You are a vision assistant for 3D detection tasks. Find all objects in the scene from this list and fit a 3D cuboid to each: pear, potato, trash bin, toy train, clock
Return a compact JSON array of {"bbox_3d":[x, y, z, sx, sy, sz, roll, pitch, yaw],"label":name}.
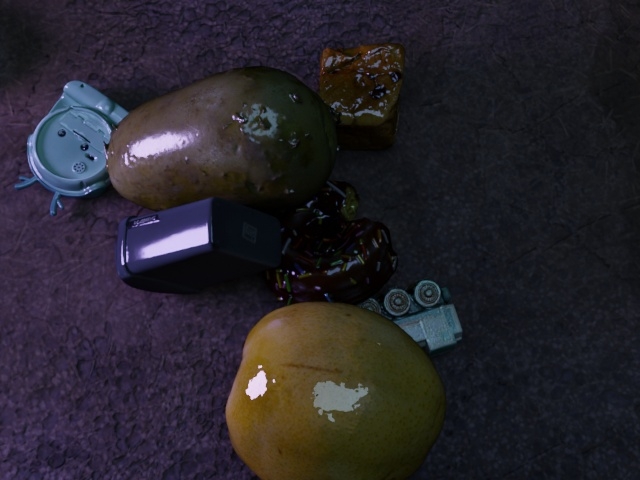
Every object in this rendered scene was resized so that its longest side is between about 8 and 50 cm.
[{"bbox_3d":[0.018,0.239,1.695,0.315,0.314,0.314,2,73,-7],"label":"pear"},{"bbox_3d":[-0.148,-0.145,1.791,0.359,0.270,0.219,-9,80,24],"label":"potato"},{"bbox_3d":[-0.197,0.012,1.775,0.177,0.236,0.101,20,63,-47],"label":"trash bin"},{"bbox_3d":[0.126,0.136,1.857,0.194,0.081,0.125,-16,80,-13],"label":"toy train"},{"bbox_3d":[-0.396,-0.141,1.881,0.159,0.066,0.210,33,73,4],"label":"clock"}]

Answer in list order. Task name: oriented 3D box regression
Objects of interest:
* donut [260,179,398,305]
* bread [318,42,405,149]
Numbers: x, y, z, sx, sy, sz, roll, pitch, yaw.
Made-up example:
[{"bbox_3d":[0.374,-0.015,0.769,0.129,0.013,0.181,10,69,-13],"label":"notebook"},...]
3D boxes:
[{"bbox_3d":[0.000,0.001,1.839,0.216,0.096,0.230,-18,56,-1],"label":"donut"},{"bbox_3d":[0.064,-0.234,1.923,0.143,0.158,0.149,3,77,3],"label":"bread"}]
